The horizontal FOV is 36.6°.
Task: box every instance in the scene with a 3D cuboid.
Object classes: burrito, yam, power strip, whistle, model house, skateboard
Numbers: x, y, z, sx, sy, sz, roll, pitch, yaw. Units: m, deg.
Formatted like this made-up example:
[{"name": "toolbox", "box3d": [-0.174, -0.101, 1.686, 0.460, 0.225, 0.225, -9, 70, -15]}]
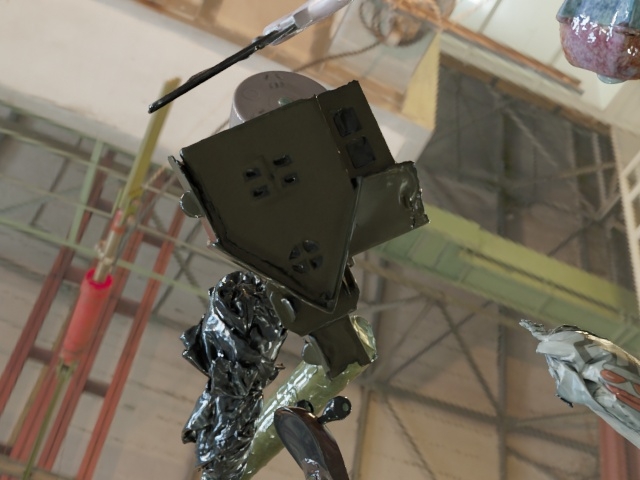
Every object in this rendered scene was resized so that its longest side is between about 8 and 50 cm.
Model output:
[{"name": "burrito", "box3d": [0.438, 0.232, 1.242, 0.445, 0.101, 0.139, 34, -178, -8]}, {"name": "yam", "box3d": [-0.042, 0.254, 1.502, 0.083, 0.371, 0.083, 32, -151, -20]}, {"name": "power strip", "box3d": [-0.055, -0.170, 1.374, 0.154, 0.078, 0.154, 6, -131, -7]}, {"name": "whistle", "box3d": [0.361, -0.258, 1.159, 0.142, 0.133, 0.346, -9, -170, 17]}, {"name": "model house", "box3d": [0.000, 0.000, 0.888, 0.204, 0.211, 0.243, -24, -86, -5]}, {"name": "skateboard", "box3d": [-0.002, 0.204, 0.781, 0.080, 0.067, 0.151, -18, -92, -35]}]

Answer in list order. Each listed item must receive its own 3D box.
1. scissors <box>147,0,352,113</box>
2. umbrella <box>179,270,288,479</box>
[{"name": "scissors", "box3d": [-0.035, -0.189, 0.866, 0.317, 0.160, 0.024, -39, -76, -34]}, {"name": "umbrella", "box3d": [-0.132, 0.202, 1.281, 0.128, 0.336, 0.154, 1, -150, -30]}]
